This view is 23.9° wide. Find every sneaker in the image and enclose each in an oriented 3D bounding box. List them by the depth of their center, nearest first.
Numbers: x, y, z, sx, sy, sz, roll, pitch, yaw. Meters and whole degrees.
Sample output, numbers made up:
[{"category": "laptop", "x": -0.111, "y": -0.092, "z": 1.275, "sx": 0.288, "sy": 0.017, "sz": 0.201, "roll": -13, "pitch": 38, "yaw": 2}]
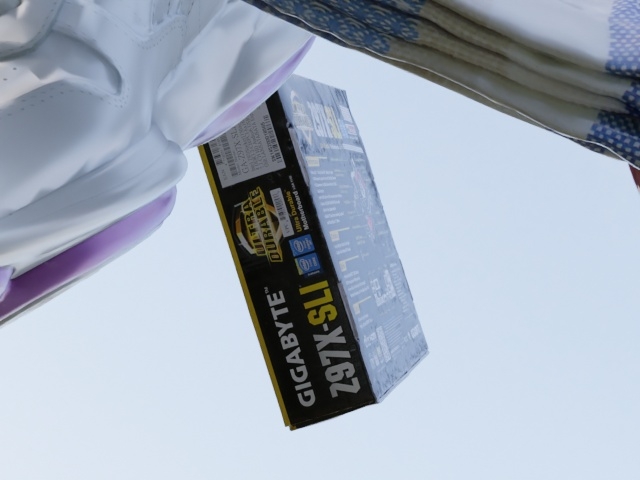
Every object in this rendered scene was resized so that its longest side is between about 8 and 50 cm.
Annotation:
[{"category": "sneaker", "x": -0.101, "y": -0.070, "z": 0.498, "sx": 0.114, "sy": 0.305, "sz": 0.152, "roll": -26, "pitch": -74, "yaw": 26}]

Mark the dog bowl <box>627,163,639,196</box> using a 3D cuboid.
[{"category": "dog bowl", "x": 0.318, "y": -0.154, "z": 0.991, "sx": 0.150, "sy": 0.408, "sz": 0.408, "roll": 0, "pitch": -48, "yaw": 34}]

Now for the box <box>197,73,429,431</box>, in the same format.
[{"category": "box", "x": 0.000, "y": 0.000, "z": 1.233, "sx": 0.079, "sy": 0.322, "sz": 0.257, "roll": -20, "pitch": -91, "yaw": 11}]

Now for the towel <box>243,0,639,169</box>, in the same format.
[{"category": "towel", "x": -0.010, "y": -0.146, "z": 0.426, "sx": 0.285, "sy": 0.209, "sz": 0.034, "roll": 24, "pitch": -42, "yaw": -2}]
